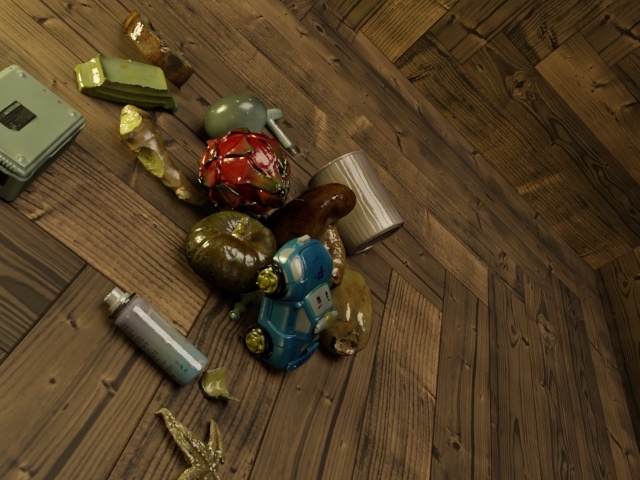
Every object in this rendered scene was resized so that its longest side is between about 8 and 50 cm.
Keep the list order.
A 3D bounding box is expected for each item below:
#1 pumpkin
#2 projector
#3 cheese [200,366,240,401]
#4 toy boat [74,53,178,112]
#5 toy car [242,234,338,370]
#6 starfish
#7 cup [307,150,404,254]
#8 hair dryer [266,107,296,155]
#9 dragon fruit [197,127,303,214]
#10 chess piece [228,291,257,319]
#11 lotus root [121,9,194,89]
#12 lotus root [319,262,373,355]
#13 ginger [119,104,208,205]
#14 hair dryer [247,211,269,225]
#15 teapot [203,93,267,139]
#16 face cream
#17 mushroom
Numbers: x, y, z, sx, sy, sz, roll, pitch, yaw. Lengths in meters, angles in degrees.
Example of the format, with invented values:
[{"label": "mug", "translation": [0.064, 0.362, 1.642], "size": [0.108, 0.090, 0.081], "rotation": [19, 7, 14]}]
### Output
[{"label": "pumpkin", "translation": [-0.193, 0.016, 1.358], "size": [0.218, 0.162, 0.219], "rotation": [20, 32, -14]}, {"label": "projector", "translation": [-0.613, -0.225, 1.162], "size": [0.192, 0.099, 0.257], "rotation": [38, 36, -17]}, {"label": "cheese", "translation": [-0.206, 0.305, 1.197], "size": [0.084, 0.041, 0.060], "rotation": [50, 23, 26]}, {"label": "toy boat", "translation": [-0.479, -0.403, 1.501], "size": [0.276, 0.084, 0.111], "rotation": [4, 54, -47]}, {"label": "toy car", "translation": [-0.046, 0.145, 1.328], "size": [0.165, 0.314, 0.198], "rotation": [23, 24, 22]}, {"label": "starfish", "translation": [-0.226, 0.426, 1.055], "size": [0.138, 0.050, 0.248], "rotation": [20, 42, -36]}, {"label": "cup", "translation": [0.103, -0.106, 1.841], "size": [0.208, 0.288, 0.273], "rotation": [-26, 79, -19]}, {"label": "hair dryer", "translation": [-0.141, -0.341, 1.882], "size": [0.183, 0.044, 0.155], "rotation": [57, 36, 3]}, {"label": "dragon fruit", "translation": [-0.163, -0.150, 1.435], "size": [0.293, 0.234, 0.233], "rotation": [34, 28, 22]}, {"label": "chess piece", "translation": [-0.185, 0.151, 1.369], "size": [0.042, 0.042, 0.093], "rotation": [45, 39, -10]}, {"label": "lotus root", "translation": [-0.460, -0.539, 1.613], "size": [0.261, 0.074, 0.170], "rotation": [48, 9, -5]}, {"label": "lotus root", "translation": [0.062, 0.169, 1.548], "size": [0.160, 0.146, 0.284], "rotation": [45, 29, -37]}, {"label": "ginger", "translation": [-0.387, -0.198, 1.430], "size": [0.295, 0.086, 0.131], "rotation": [52, 4, -15]}, {"label": "hair dryer", "translation": [-0.179, -0.070, 1.584], "size": [0.083, 0.047, 0.026], "rotation": [39, 33, 8]}, {"label": "teapot", "translation": [-0.212, -0.271, 1.626], "size": [0.183, 0.183, 0.251], "rotation": [-10, 77, -53]}, {"label": "face cream", "translation": [-0.325, 0.183, 1.140], "size": [0.229, 0.075, 0.075], "rotation": [46, 34, -9]}, {"label": "mushroom", "translation": [-0.025, -0.025, 1.532], "size": [0.267, 0.267, 0.255], "rotation": [-40, 126, -56]}]
